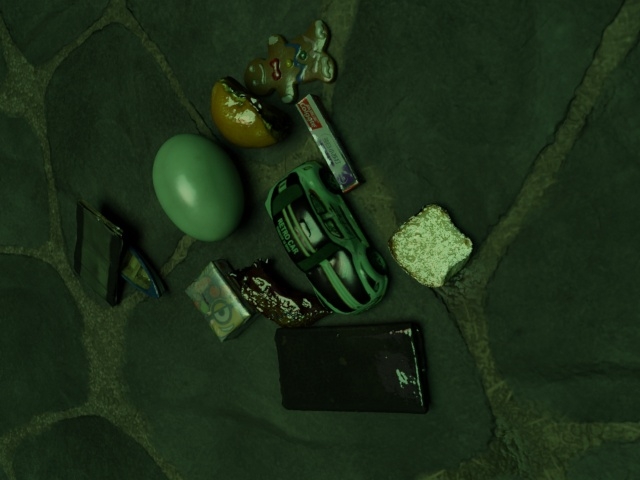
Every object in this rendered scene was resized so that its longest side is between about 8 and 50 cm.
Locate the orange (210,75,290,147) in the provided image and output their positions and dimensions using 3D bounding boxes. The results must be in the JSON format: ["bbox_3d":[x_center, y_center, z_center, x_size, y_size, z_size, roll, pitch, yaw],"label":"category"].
[{"bbox_3d":[-0.143,-0.235,1.176,0.112,0.160,0.170,-60,24,1],"label":"orange"}]

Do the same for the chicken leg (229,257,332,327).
[{"bbox_3d":[-0.086,0.112,1.238,0.234,0.063,0.105,36,117,19],"label":"chicken leg"}]

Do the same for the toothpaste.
[{"bbox_3d":[0.016,-0.181,1.155,0.047,0.040,0.196,-32,80,26],"label":"toothpaste"}]

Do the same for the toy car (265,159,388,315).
[{"bbox_3d":[0.000,0.000,1.139,0.136,0.125,0.305,-34,78,28],"label":"toy car"}]

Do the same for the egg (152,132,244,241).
[{"bbox_3d":[-0.242,-0.106,1.235,0.168,0.168,0.230,-29,85,29],"label":"egg"}]

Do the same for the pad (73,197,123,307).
[{"bbox_3d":[-0.534,0.031,1.460,0.174,0.022,0.232,37,128,22],"label":"pad"}]

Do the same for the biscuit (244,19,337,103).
[{"bbox_3d":[-0.066,-0.335,1.188,0.205,0.031,0.138,-10,92,31],"label":"biscuit"}]

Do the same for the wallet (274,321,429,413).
[{"bbox_3d":[0.052,0.246,1.189,0.321,0.044,0.170,-8,92,33],"label":"wallet"}]

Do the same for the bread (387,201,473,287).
[{"bbox_3d":[0.196,0.010,1.078,0.126,0.044,0.129,-46,71,18],"label":"bread"}]

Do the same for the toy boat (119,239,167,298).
[{"bbox_3d":[-0.436,0.057,1.435,0.229,0.046,0.080,39,112,19],"label":"toy boat"}]

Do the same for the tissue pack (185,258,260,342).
[{"bbox_3d":[-0.207,0.128,1.308,0.109,0.060,0.148,-44,76,25],"label":"tissue pack"}]
